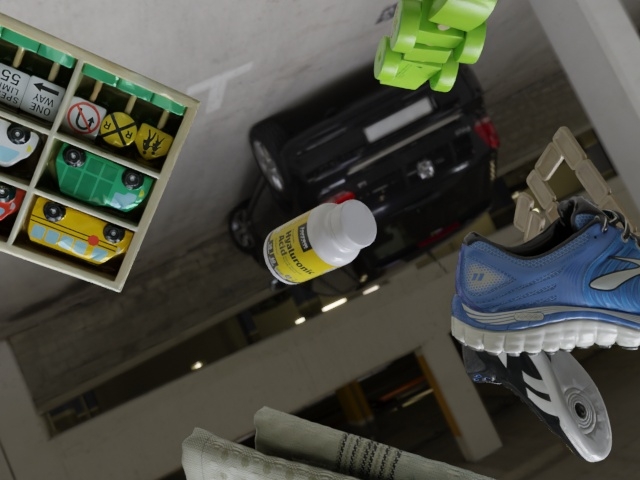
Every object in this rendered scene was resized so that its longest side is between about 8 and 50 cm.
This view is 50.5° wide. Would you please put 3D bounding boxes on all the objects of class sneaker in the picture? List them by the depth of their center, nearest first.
[{"bbox_3d":[0.293,0.027,0.660,0.330,0.147,0.130,-4,-177,2],"label":"sneaker"},{"bbox_3d":[0.255,0.176,0.838,0.079,0.216,0.121,-17,164,-40],"label":"sneaker"}]

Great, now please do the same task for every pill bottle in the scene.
[{"bbox_3d":[0.000,0.000,0.682,0.065,0.065,0.116,-19,175,-44],"label":"pill bottle"}]

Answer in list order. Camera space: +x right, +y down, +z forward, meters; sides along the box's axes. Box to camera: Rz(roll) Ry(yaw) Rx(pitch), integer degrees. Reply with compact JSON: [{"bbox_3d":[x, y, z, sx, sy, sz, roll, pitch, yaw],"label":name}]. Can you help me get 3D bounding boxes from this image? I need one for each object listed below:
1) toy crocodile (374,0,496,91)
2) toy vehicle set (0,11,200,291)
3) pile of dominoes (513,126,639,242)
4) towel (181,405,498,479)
[{"bbox_3d":[0.148,-0.282,0.937,0.115,0.105,0.340,8,176,-5],"label":"toy crocodile"},{"bbox_3d":[-0.246,-0.084,0.509,0.035,0.267,0.165,-125,-122,-74],"label":"toy vehicle set"},{"bbox_3d":[0.362,-0.003,0.926,0.040,0.251,0.196,-12,151,-19],"label":"pile of dominoes"},{"bbox_3d":[0.055,0.278,0.532,0.325,0.312,0.056,9,-146,18],"label":"towel"}]
